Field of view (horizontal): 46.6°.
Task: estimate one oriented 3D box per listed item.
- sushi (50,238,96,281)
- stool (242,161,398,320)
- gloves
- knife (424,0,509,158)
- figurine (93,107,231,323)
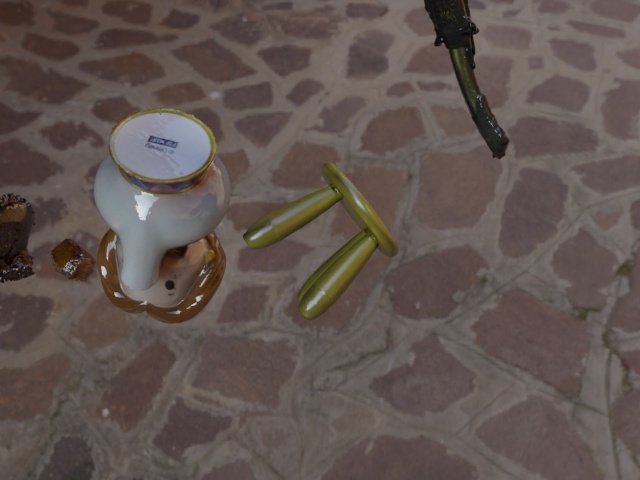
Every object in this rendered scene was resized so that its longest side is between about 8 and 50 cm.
[{"bbox_3d":[-0.403,0.034,1.203,0.055,0.052,0.120,-52,43,-7],"label":"sushi"},{"bbox_3d":[0.000,0.000,0.707,0.110,0.134,0.135,-38,48,1],"label":"stool"},{"bbox_3d":[-0.689,0.035,1.464,0.312,0.210,0.135,-42,66,-1],"label":"gloves"},{"bbox_3d":[0.078,-0.153,0.463,0.021,0.222,0.045,-36,15,-31],"label":"knife"},{"bbox_3d":[-0.167,-0.014,0.804,0.142,0.263,0.190,18,52,4],"label":"figurine"}]
